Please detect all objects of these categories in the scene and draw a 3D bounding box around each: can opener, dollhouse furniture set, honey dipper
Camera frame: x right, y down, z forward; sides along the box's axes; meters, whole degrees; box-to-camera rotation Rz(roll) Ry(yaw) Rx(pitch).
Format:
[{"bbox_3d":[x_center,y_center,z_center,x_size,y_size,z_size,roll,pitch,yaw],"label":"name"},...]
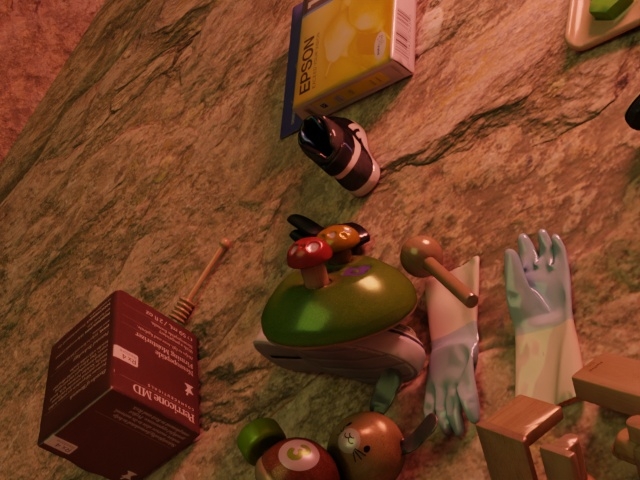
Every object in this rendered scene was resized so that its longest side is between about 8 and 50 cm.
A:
[{"bbox_3d":[0.000,0.000,1.316,0.186,0.073,0.059,16,111,59],"label":"can opener"},{"bbox_3d":[0.256,0.198,0.821,0.151,0.123,0.144,-29,21,-29],"label":"dollhouse furniture set"},{"bbox_3d":[-0.199,0.064,1.521,0.030,0.030,0.160,9,64,54],"label":"honey dipper"}]

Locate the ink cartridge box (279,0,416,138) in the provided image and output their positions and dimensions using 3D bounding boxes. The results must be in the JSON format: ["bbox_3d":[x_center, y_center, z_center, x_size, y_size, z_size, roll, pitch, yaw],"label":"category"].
[{"bbox_3d":[0.030,-0.360,1.556,0.307,0.072,0.303,-18,56,38],"label":"ink cartridge box"}]

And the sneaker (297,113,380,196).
[{"bbox_3d":[0.012,-0.161,1.377,0.079,0.121,0.217,-46,33,10],"label":"sneaker"}]

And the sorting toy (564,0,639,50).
[{"bbox_3d":[0.404,-0.346,1.132,0.208,0.038,0.193,-16,48,43],"label":"sorting toy"}]

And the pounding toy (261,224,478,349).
[{"bbox_3d":[0.037,0.031,1.038,0.237,0.110,0.183,-15,16,-5],"label":"pounding toy"}]

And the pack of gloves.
[{"bbox_3d":[0.182,0.092,0.997,0.195,0.046,0.232,-27,40,33],"label":"pack of gloves"}]

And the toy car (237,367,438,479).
[{"bbox_3d":[0.034,0.227,0.976,0.188,0.149,0.155,-43,45,2],"label":"toy car"}]

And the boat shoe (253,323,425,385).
[{"bbox_3d":[0.021,0.110,1.129,0.302,0.109,0.094,-2,54,53],"label":"boat shoe"}]

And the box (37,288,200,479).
[{"bbox_3d":[-0.296,0.221,1.363,0.167,0.168,0.203,-38,36,21],"label":"box"}]

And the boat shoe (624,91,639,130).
[{"bbox_3d":[0.386,-0.152,0.963,0.133,0.049,0.042,-26,33,29],"label":"boat shoe"}]
